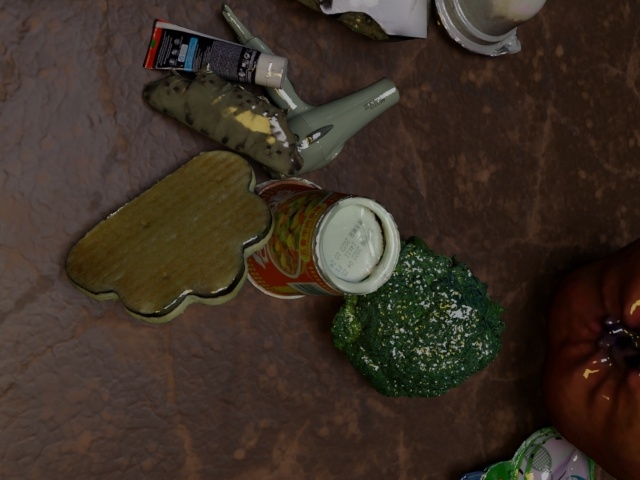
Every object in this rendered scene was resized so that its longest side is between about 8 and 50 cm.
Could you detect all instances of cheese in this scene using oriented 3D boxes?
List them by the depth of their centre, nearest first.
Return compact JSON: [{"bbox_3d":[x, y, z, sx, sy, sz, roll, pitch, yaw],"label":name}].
[{"bbox_3d":[0.381,0.444,1.311,0.321,0.083,0.203,-3,94,-28],"label":"cheese"}]

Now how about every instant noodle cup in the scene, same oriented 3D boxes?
[{"bbox_3d":[0.000,0.000,1.016,0.193,0.212,0.193,-1,93,-27],"label":"instant noodle cup"}]

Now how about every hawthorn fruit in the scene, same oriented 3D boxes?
[{"bbox_3d":[0.626,0.224,1.241,0.472,0.472,0.471,-2,94,-27],"label":"hawthorn fruit"}]

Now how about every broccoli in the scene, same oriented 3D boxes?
[{"bbox_3d":[0.150,0.115,1.111,0.265,0.245,0.294,-6,122,10],"label":"broccoli"}]

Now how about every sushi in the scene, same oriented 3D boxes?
[{"bbox_3d":[0.026,-0.378,1.082,0.273,0.109,0.134,5,95,-13],"label":"sushi"}]

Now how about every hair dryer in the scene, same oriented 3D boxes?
[{"bbox_3d":[-0.005,-0.238,1.061,0.229,0.092,0.266,-14,97,-12],"label":"hair dryer"}]

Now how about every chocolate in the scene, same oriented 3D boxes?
[{"bbox_3d":[0.299,-0.409,1.186,0.221,0.147,0.221,-3,97,-31],"label":"chocolate"}]

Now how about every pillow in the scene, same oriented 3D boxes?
[{"bbox_3d":[-0.121,-0.174,0.987,0.241,0.051,0.093,28,116,-3],"label":"pillow"}]

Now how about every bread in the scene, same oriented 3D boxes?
[{"bbox_3d":[-0.179,0.007,0.952,0.287,0.056,0.207,-36,65,-17],"label":"bread"}]

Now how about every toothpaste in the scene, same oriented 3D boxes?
[{"bbox_3d":[-0.143,-0.253,0.996,0.194,0.045,0.071,12,87,1],"label":"toothpaste"}]
